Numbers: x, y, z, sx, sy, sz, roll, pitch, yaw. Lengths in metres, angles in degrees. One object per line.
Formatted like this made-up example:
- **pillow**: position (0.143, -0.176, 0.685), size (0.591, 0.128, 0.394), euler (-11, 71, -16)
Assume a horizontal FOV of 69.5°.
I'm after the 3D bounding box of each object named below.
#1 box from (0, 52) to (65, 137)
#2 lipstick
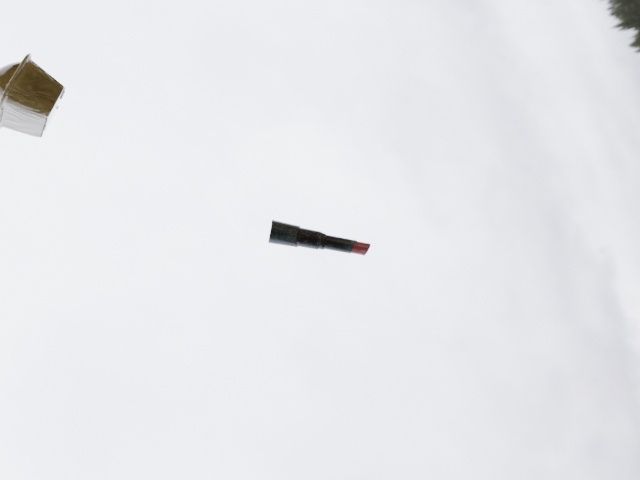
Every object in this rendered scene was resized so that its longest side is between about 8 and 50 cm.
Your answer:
- **box**: position (-0.512, -0.245, 0.794), size (0.111, 0.177, 0.111), euler (7, -102, -37)
- **lipstick**: position (0.000, 0.000, 1.051), size (0.234, 0.053, 0.054), euler (10, -109, -9)
